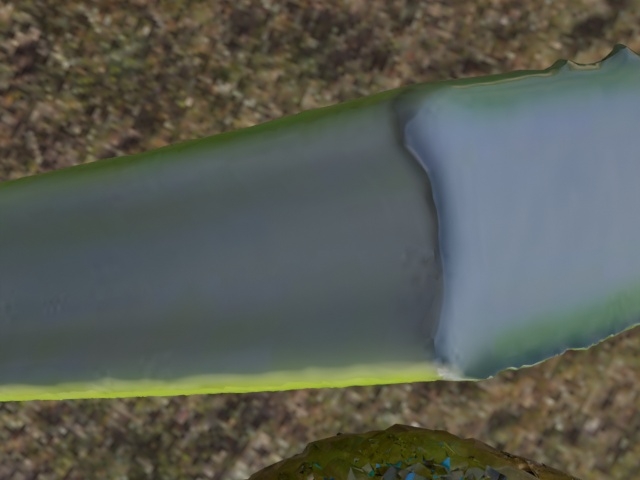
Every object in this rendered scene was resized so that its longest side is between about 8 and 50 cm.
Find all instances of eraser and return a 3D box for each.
[{"bbox_3d":[0.000,0.000,0.577,0.210,0.274,0.092,-10,90,-48],"label":"eraser"}]

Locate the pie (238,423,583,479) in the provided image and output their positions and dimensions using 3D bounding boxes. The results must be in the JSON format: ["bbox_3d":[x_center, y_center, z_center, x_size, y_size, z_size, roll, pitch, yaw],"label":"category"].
[{"bbox_3d":[0.046,0.197,0.733,0.069,0.273,0.273,-63,164,-67],"label":"pie"}]
